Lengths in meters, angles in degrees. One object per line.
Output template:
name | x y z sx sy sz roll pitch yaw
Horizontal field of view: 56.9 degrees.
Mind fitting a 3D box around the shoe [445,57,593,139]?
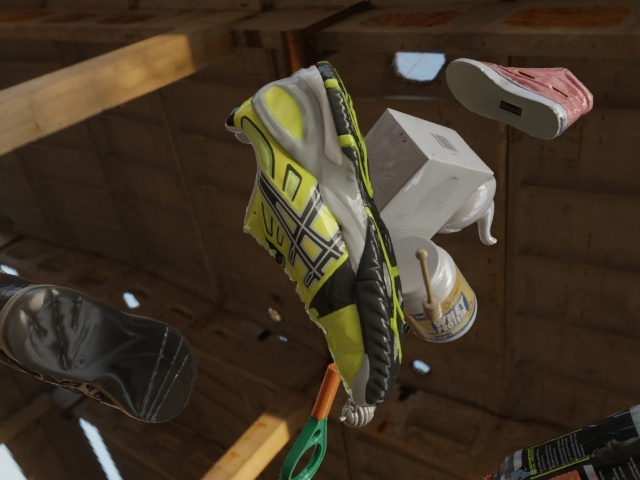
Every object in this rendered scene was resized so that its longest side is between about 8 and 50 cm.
shoe | 0.250 -0.191 0.750 0.178 0.081 0.063 39 -33 33

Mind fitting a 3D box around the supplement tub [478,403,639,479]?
supplement tub | 0.444 0.416 0.965 0.338 0.207 0.207 -31 -82 23

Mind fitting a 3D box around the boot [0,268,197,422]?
boot | -0.377 0.145 0.862 0.285 0.138 0.377 10 -20 27

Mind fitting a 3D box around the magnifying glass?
magnifying glass | -0.008 0.298 0.932 0.026 0.092 0.230 26 -71 32

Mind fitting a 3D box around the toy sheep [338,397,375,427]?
toy sheep | 0.103 0.489 1.683 0.091 0.132 0.091 10 -78 55

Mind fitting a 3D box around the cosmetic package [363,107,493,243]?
cosmetic package | 0.158 -0.104 1.114 0.224 0.224 0.138 -51 -124 29

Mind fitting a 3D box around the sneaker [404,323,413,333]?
sneaker | 0.194 0.189 1.605 0.209 0.094 0.081 14 -75 -15

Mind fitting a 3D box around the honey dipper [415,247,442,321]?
honey dipper | 0.160 0.067 0.884 0.031 0.030 0.160 19 -31 31

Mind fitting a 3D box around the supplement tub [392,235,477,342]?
supplement tub | 0.201 0.094 1.120 0.145 0.144 0.199 8 -26 38

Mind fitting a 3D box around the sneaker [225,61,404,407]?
sneaker | 0.000 0.000 0.679 0.147 0.145 0.384 -14 -98 12

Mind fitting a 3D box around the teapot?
teapot | 0.284 -0.103 1.438 0.256 0.253 0.186 42 -56 43
